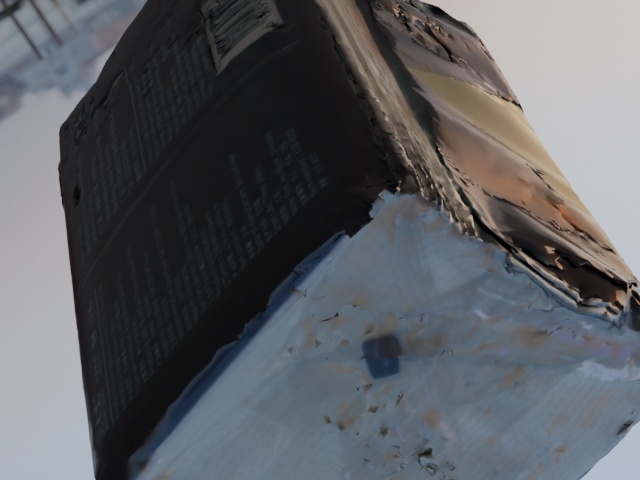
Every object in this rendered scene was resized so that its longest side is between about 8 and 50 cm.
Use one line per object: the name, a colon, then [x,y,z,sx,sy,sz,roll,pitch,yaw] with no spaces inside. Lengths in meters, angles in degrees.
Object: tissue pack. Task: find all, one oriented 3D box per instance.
tissue pack: [0.000,0.000,0.941,0.264,0.253,0.416,-50,-152,18]
